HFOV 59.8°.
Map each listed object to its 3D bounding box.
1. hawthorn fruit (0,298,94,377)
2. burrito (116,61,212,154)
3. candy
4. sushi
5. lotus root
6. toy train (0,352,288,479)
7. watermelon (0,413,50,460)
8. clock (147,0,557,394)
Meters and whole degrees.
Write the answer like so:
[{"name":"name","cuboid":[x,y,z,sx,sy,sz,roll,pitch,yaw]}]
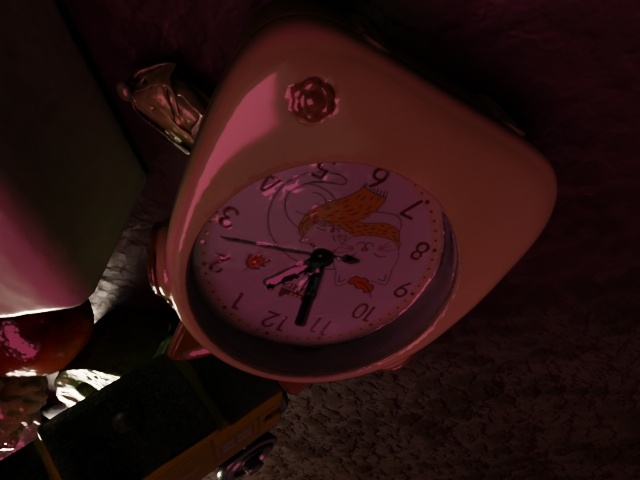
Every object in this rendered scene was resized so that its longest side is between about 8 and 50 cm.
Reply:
[{"name":"hawthorn fruit","cuboid":[-0.367,0.094,0.725,0.194,0.156,0.157,-28,124,33]},{"name":"burrito","cuboid":[-0.053,-0.085,0.537,0.288,0.054,0.104,32,133,-20]},{"name":"candy","cuboid":[-0.295,-0.114,0.453,0.145,0.208,0.358,-1,135,13]},{"name":"sushi","cuboid":[-0.539,0.211,0.842,0.270,0.236,0.171,-5,153,29]},{"name":"lotus root","cuboid":[-0.314,0.197,0.849,0.138,0.118,0.235,24,137,-12]},{"name":"toy train","cuboid":[-0.233,0.291,0.750,0.179,0.442,0.272,46,151,27]},{"name":"watermelon","cuboid":[-0.618,0.395,1.156,0.146,0.128,0.231,-2,158,-25]},{"name":"clock","cuboid":[0.000,0.000,0.496,0.286,0.117,0.348,24,119,-23]}]
